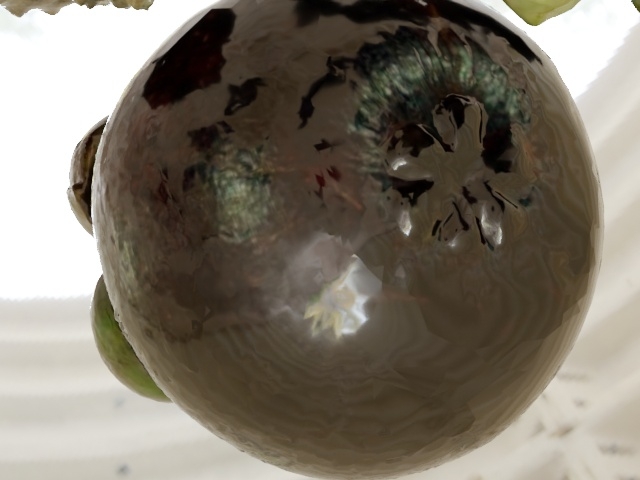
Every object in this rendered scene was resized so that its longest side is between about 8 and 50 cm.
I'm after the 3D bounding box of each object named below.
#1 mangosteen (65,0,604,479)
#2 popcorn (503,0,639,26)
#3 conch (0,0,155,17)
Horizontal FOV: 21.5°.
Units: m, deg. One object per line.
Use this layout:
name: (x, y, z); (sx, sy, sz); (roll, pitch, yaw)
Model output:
mangosteen: (0.011, -0.007, 0.952); (0.300, 0.300, 0.300); (-30, -158, 13)
popcorn: (0.153, -0.192, 0.782); (0.187, 0.185, 0.167); (21, -115, 25)
conch: (-0.158, -0.198, 0.881); (0.130, 0.207, 0.155); (-38, 171, -26)
